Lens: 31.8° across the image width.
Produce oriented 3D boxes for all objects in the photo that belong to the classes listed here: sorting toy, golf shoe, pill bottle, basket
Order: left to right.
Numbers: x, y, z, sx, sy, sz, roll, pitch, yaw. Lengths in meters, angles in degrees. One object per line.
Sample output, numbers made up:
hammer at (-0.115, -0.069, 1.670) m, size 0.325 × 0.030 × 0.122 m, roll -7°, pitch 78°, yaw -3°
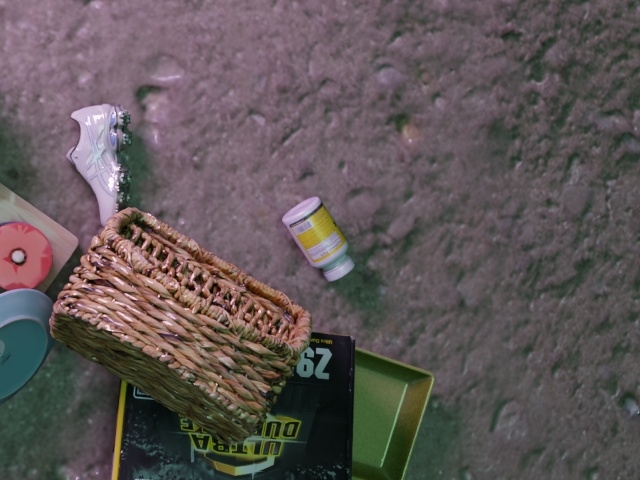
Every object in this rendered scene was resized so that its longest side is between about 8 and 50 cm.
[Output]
sorting toy at (-0.480, 0.030, 1.431) m, size 0.257 × 0.089 × 0.255 m, roll 37°, pitch 78°, yaw -18°
golf shoe at (-0.302, -0.097, 1.526) m, size 0.085 × 0.069 × 0.176 m, roll 0°, pitch 90°, yaw 1°
basket at (-0.160, 0.083, 1.412) m, size 0.299 × 0.213 × 0.223 m, roll 33°, pitch 67°, yaw -2°
pill bottle at (0.000, 0.000, 1.636) m, size 0.065 × 0.065 × 0.116 m, roll -36°, pitch 104°, yaw -17°

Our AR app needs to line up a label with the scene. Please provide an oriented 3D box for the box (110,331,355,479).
box at (-0.116, 0.246, 1.526) m, size 0.321 × 0.079 × 0.257 m, roll 7°, pitch 69°, yaw -12°

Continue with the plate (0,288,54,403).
plate at (-0.406, 0.147, 1.432) m, size 0.188 × 0.024 × 0.188 m, roll -38°, pitch 148°, yaw -30°

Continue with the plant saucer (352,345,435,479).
plant saucer at (0.058, 0.260, 1.674) m, size 0.188 × 0.045 × 0.188 m, roll 21°, pitch 83°, yaw -20°
